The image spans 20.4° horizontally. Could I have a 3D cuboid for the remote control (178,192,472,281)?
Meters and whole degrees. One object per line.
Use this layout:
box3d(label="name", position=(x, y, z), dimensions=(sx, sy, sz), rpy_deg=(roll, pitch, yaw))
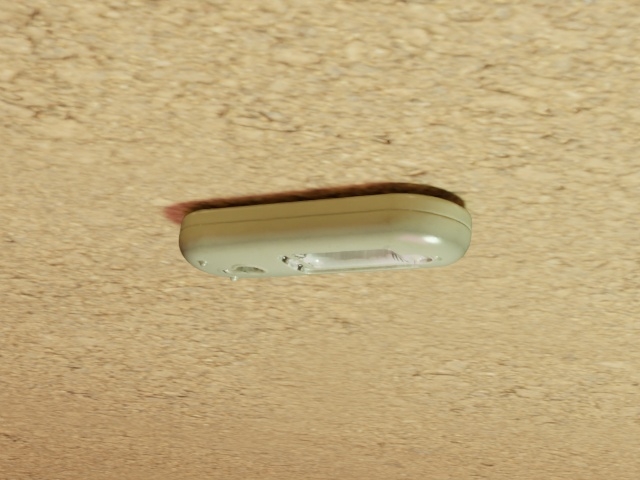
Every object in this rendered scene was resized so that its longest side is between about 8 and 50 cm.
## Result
box3d(label="remote control", position=(0.000, 0.000, 1.212), dimensions=(0.221, 0.042, 0.078), rpy_deg=(-5, 161, 31))
